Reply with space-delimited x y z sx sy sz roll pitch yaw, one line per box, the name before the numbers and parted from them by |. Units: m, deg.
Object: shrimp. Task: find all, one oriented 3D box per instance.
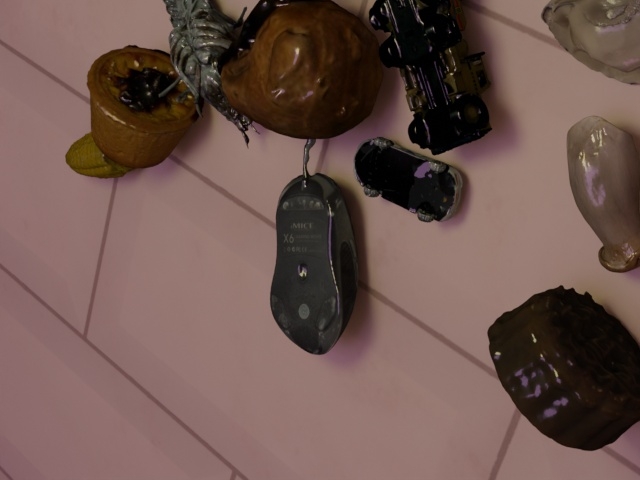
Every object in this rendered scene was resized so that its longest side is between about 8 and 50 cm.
shrimp | -0.212 -0.353 2.008 0.221 0.166 0.410 -35 61 27

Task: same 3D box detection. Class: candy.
candy | -0.441 -0.171 2.291 0.199 0.094 0.106 -4 60 48

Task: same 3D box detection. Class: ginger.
ginger | -0.027 -0.250 1.808 0.269 0.200 0.223 -52 45 37

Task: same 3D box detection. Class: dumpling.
dumpling | 0.408 -0.269 1.472 0.247 0.142 0.172 -3 131 37

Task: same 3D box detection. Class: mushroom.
mushroom | 0.388 -0.064 1.542 0.097 0.088 0.212 -19 91 11

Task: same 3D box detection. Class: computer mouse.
computer mouse | 0.000 0.000 1.919 0.167 0.090 0.379 4 96 42

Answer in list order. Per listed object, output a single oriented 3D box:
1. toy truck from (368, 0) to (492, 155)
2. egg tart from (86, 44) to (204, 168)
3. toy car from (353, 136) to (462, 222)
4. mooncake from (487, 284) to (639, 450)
toy truck | 0.175 -0.260 1.676 0.127 0.127 0.257 -18 86 50
egg tart | -0.331 -0.241 2.108 0.215 0.215 0.171 55 141 21
toy car | 0.134 -0.098 1.791 0.205 0.056 0.095 28 117 40
mooncake | 0.338 0.166 1.543 0.124 0.228 0.228 -44 68 30
